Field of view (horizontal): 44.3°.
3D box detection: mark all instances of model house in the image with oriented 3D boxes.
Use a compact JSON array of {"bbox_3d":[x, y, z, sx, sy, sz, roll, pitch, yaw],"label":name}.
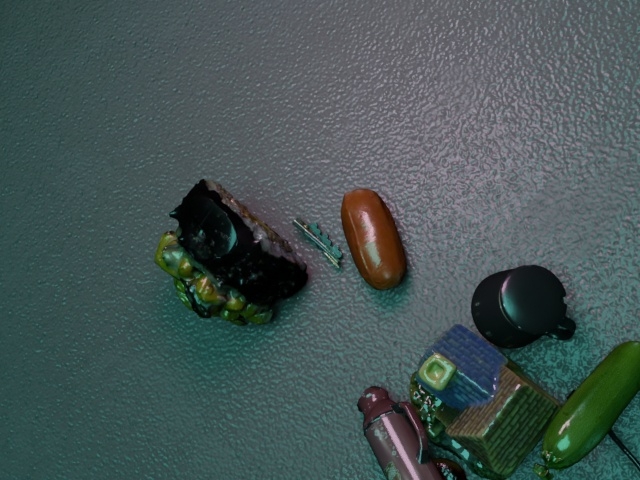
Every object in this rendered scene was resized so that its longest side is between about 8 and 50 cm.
[{"bbox_3d":[0.313,0.343,1.638,0.321,0.266,0.261,37,91,23],"label":"model house"}]

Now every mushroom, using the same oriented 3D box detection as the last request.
[{"bbox_3d":[0.267,0.542,1.733,0.123,0.052,0.123,-5,79,25],"label":"mushroom"}]

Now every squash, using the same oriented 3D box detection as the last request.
[{"bbox_3d":[0.544,0.329,1.558,0.378,0.101,0.101,-40,65,-22],"label":"squash"}]

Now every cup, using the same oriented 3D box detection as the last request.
[{"bbox_3d":[0.443,0.147,1.662,0.223,0.176,0.169,24,69,-3],"label":"cup"}]

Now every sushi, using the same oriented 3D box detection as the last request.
[{"bbox_3d":[-0.243,0.052,1.885,0.328,0.328,0.285,44,92,18],"label":"sushi"}]

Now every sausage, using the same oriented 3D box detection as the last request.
[{"bbox_3d":[0.123,-0.005,1.851,0.133,0.133,0.258,-22,73,17],"label":"sausage"}]

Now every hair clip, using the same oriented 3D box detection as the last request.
[{"bbox_3d":[0.001,-0.001,1.944,0.173,0.049,0.049,45,98,17],"label":"hair clip"}]

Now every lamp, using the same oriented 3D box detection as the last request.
[{"bbox_3d":[0.615,0.470,1.575,0.371,0.130,0.108,44,106,21],"label":"lamp"}]

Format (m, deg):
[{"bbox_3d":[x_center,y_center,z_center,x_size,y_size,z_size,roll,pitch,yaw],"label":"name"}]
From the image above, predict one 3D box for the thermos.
[{"bbox_3d":[0.172,0.451,1.712,0.109,0.136,0.330,-19,49,-12],"label":"thermos"}]
